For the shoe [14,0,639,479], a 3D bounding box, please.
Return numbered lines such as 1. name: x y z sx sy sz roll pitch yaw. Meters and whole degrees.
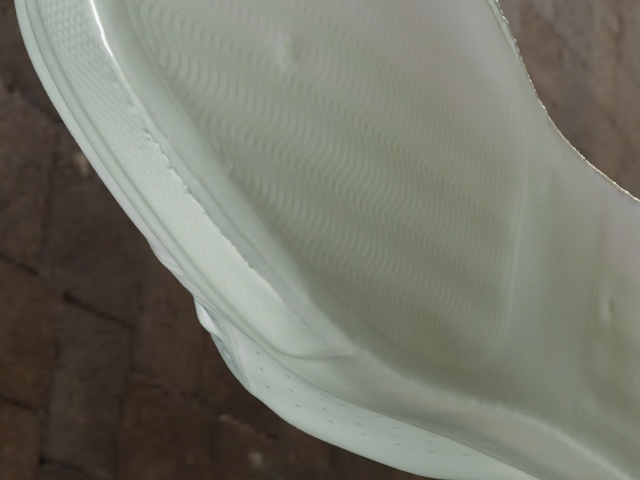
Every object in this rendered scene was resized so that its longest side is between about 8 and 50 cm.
1. shoe: 0.000 0.000 0.419 0.265 0.110 0.095 38 60 -46
